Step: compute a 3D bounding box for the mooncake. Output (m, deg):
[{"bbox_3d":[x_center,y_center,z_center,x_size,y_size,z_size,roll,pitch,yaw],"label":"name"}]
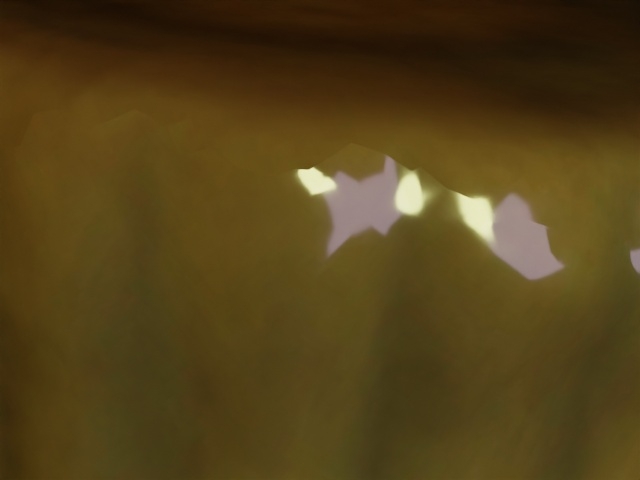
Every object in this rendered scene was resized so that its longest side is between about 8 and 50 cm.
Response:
[{"bbox_3d":[0.000,0.000,0.492,0.290,0.290,0.161,-9,116,-36],"label":"mooncake"}]
